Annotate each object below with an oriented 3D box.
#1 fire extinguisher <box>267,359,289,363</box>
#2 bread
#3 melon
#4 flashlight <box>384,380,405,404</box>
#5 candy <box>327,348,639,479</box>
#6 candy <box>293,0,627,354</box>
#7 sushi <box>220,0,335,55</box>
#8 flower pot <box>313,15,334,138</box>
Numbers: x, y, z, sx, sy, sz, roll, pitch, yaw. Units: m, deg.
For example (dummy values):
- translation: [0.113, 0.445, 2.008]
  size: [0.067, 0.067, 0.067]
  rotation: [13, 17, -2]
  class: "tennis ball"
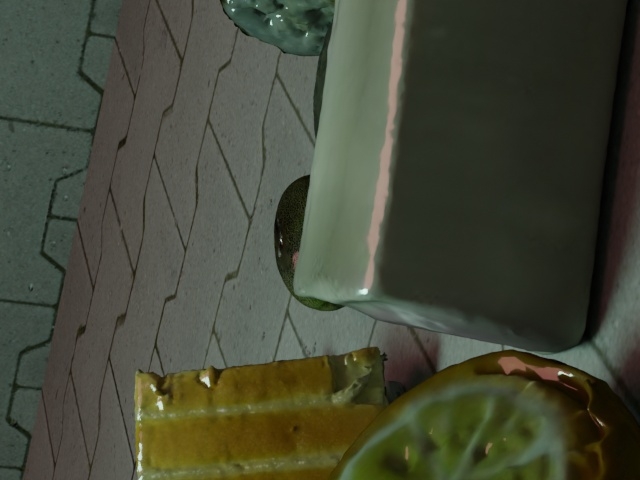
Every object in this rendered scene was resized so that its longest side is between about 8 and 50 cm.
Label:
- translation: [-0.015, 0.215, 1.948]
  size: [0.269, 0.105, 0.104]
  rotation: [-126, 46, -65]
  class: "fire extinguisher"
- translation: [-0.043, 0.223, 1.776]
  size: [0.111, 0.246, 0.239]
  rotation: [47, -141, -82]
  class: "bread"
- translation: [0.000, 0.000, 1.999]
  size: [0.162, 0.099, 0.099]
  rotation: [-101, 24, -43]
  class: "melon"
- translation: [0.074, 0.161, 1.817]
  size: [0.083, 0.018, 0.018]
  rotation: [-110, 29, -57]
  class: "flashlight"
- translation: [0.111, 0.193, 1.336]
  size: [0.260, 0.118, 0.260]
  rotation: [-22, 38, 19]
  class: "candy"
- translation: [0.115, -0.101, 1.488]
  size: [0.145, 0.208, 0.358]
  rotation: [-174, 92, -67]
  class: "candy"
- translation: [0.036, -0.315, 1.843]
  size: [0.350, 0.211, 0.170]
  rotation: [132, 147, -53]
  class: "sushi"
- translation: [0.082, -0.131, 1.701]
  size: [0.235, 0.148, 0.235]
  rotation: [-172, 90, -72]
  class: "flower pot"
